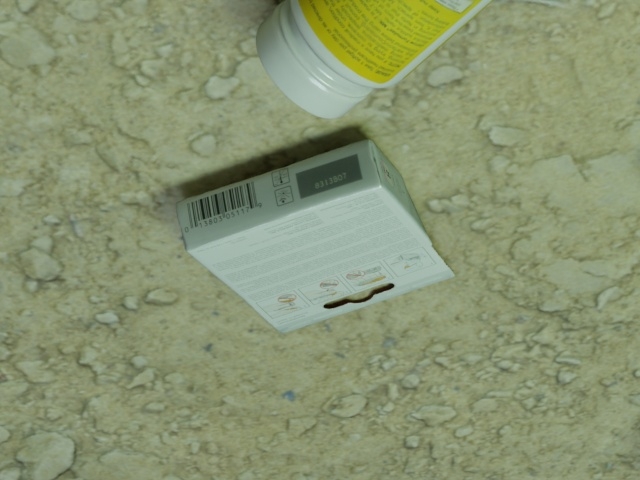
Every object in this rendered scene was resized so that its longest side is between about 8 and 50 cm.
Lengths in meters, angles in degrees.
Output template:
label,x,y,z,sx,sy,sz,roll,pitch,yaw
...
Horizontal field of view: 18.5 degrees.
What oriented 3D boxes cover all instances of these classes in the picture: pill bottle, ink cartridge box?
label,x,y,z,sx,sy,sz,roll,pitch,yaw
pill bottle,0.052,-0.192,1.508,0.119,0.119,0.208,27,128,-32
ink cartridge box,0.000,0.000,1.785,0.189,0.066,0.232,-18,158,14
